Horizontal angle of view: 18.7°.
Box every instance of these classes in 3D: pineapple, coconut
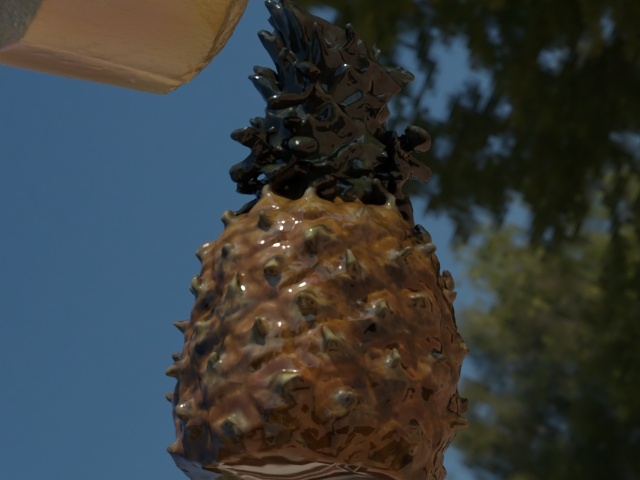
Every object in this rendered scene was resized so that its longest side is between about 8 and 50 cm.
[{"bbox_3d":[0.000,0.000,1.023,0.158,0.158,0.278,70,-159,-66],"label":"pineapple"},{"bbox_3d":[-0.186,-0.232,1.429,0.244,0.239,0.239,13,-76,-38],"label":"coconut"}]
